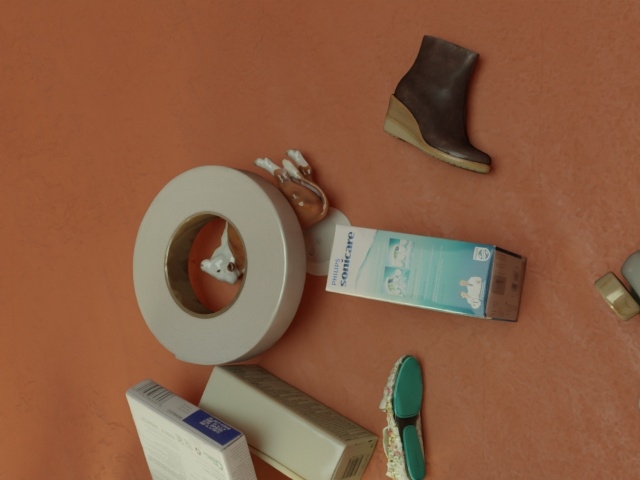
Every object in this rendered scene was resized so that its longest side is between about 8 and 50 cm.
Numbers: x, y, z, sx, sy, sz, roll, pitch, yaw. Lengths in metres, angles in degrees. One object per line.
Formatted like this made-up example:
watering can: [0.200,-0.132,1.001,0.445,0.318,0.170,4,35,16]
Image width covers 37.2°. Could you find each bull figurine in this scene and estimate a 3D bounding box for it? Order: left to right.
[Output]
bull figurine: [-0.122,-0.046,1.911,0.310,0.101,0.188,-30,77,21]

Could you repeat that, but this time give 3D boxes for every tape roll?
tape roll: [-0.204,0.049,1.854,0.392,0.072,0.392,-3,85,32]

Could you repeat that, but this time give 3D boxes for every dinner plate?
dinner plate: [0.000,0.000,1.897,0.141,0.017,0.141,-3,84,27]

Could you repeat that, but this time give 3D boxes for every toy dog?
toy dog: [0.591,0.130,1.548,0.220,0.161,0.334,-20,91,20]

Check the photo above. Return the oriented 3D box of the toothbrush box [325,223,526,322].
toothbrush box: [0.190,0.060,1.688,0.295,0.216,0.126,7,87,27]

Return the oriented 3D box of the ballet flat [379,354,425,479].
ballet flat: [0.144,0.333,1.757,0.077,0.091,0.241,-13,74,47]

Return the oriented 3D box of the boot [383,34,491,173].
boot: [0.245,-0.254,1.764,0.248,0.090,0.207,31,100,29]

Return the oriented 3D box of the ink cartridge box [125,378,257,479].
ink cartridge box: [-0.227,0.459,1.829,0.324,0.071,0.330,17,128,45]

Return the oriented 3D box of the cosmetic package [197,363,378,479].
cosmetic package: [-0.065,0.354,1.810,0.309,0.160,0.113,26,96,27]
